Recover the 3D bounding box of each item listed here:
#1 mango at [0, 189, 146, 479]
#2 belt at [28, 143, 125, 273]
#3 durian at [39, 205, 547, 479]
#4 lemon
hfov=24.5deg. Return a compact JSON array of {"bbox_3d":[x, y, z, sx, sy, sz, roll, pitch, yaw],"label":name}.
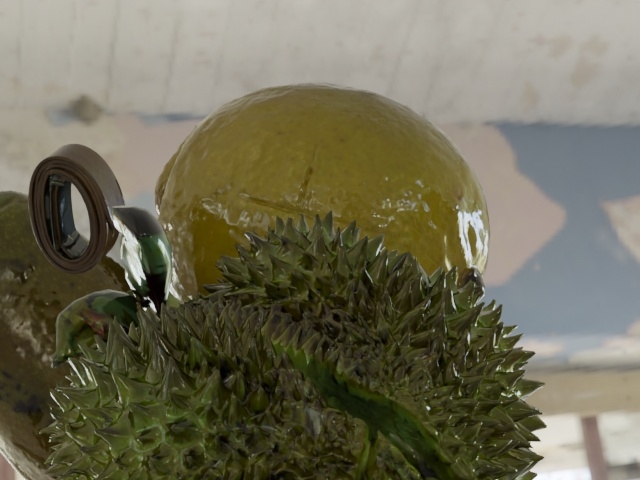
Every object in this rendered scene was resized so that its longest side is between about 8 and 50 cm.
[{"bbox_3d":[-0.174,0.114,1.165,0.175,0.176,0.329,-29,-64,30],"label":"mango"},{"bbox_3d":[-0.162,-0.020,0.983,0.059,0.083,0.036,1,20,14],"label":"belt"},{"bbox_3d":[-0.017,0.078,0.528,0.198,0.159,0.146,-2,-58,23],"label":"durian"},{"bbox_3d":[0.000,0.000,1.304,0.297,0.297,0.297,-6,-22,-2],"label":"lemon"}]
